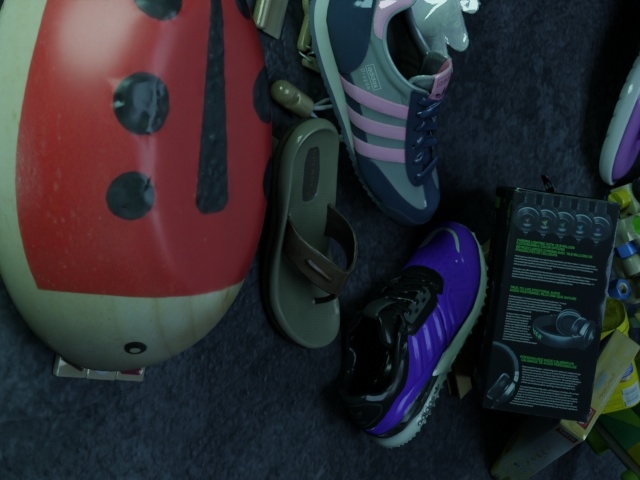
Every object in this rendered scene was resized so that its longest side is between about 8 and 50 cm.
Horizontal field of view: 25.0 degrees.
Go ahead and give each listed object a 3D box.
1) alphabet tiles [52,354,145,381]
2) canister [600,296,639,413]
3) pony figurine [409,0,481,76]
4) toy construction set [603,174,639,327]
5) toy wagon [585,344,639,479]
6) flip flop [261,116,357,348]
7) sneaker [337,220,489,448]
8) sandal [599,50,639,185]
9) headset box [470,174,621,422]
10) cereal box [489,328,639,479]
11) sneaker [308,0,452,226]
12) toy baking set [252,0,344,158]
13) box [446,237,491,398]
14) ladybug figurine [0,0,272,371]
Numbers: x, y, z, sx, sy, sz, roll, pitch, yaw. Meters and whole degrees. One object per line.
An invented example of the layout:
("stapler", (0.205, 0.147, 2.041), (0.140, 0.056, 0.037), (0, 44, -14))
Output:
("alphabet tiles", (-0.198, 0.020, 1.428), (0.198, 0.009, 0.237), (11, 89, -52))
("canister", (0.396, 0.174, 2.106), (0.073, 0.126, 0.170), (-89, 162, -50))
("pony figurine", (0.194, -0.397, 1.657), (0.363, 0.303, 0.351), (-9, 73, -47))
("toy construction set", (0.518, 0.002, 2.198), (0.328, 0.151, 0.215), (-17, 87, -56))
("toy wagon", (0.553, 0.278, 2.138), (0.267, 0.344, 0.068), (-36, 129, -1))
("flip flop", (0.000, 0.000, 1.600), (0.112, 0.080, 0.277), (-24, 125, -47))
("sneaker", (0.104, 0.095, 1.743), (0.146, 0.102, 0.293), (39, 67, -47))
("sandal", (0.531, -0.262, 2.114), (0.416, 0.102, 0.169), (-64, 157, 4))
("headset box", (0.275, 0.060, 1.798), (0.246, 0.131, 0.283), (-55, 153, -86))
("cereal box", (0.331, 0.233, 1.978), (0.047, 0.240, 0.173), (37, 61, 1))
("sneaker", (0.095, -0.147, 1.619), (0.112, 0.131, 0.319), (-58, 134, -41))
("toy baking set", (-0.023, -0.166, 1.586), (0.197, 0.030, 0.256), (-20, 113, -48))
("box", (0.222, 0.094, 1.954), (0.201, 0.021, 0.164), (-39, 126, -40))
("ladybug figurine", (-0.156, -0.093, 1.318), (0.305, 0.162, 0.449), (-15, 109, -48))
